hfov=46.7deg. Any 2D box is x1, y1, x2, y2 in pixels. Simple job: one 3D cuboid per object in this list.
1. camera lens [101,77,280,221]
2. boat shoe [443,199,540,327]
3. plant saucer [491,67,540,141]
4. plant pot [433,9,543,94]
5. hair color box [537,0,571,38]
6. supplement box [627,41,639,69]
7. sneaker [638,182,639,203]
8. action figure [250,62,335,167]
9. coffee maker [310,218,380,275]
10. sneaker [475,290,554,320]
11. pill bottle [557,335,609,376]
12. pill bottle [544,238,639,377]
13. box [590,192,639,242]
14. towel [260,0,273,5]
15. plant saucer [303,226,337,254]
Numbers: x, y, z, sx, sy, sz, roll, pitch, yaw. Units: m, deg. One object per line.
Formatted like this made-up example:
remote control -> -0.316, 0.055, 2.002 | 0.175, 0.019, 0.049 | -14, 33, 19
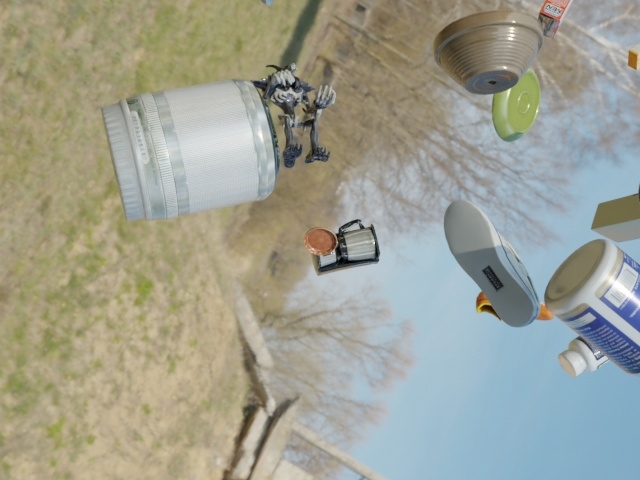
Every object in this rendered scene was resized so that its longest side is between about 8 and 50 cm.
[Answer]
camera lens -> -0.222, -0.157, 1.292 | 0.219, 0.274, 0.219 | 167, -90, -75
boat shoe -> 0.332, 0.039, 1.412 | 0.096, 0.267, 0.088 | -42, 162, 28
plant saucer -> 0.592, -0.411, 2.207 | 0.037, 0.241, 0.241 | 16, -111, 44
plant pot -> 0.367, -0.391, 1.614 | 0.237, 0.237, 0.109 | 130, -41, -71
hair color box -> 0.538, -0.546, 1.647 | 0.167, 0.053, 0.093 | -61, 168, -5
supplement box -> 0.958, -0.558, 2.191 | 0.098, 0.036, 0.062 | -36, 141, -8
sneaker -> 0.521, -0.136, 1.065 | 0.300, 0.111, 0.121 | -51, -173, -28
action figure -> -0.049, -0.297, 1.594 | 0.141, 0.164, 0.275 | -45, -128, 48
coffee maker -> 0.065, 0.038, 2.055 | 0.171, 0.178, 0.120 | 86, -9, -51
sneaker -> 0.439, 0.162, 1.685 | 0.064, 0.175, 0.067 | 72, 33, -49
pill bottle -> 0.704, 0.282, 1.922 | 0.169, 0.094, 0.094 | -29, 177, -12
pill bottle -> 0.519, 0.132, 1.233 | 0.153, 0.265, 0.153 | -51, -175, 6
box -> 0.907, -0.069, 2.111 | 0.094, 0.113, 0.275 | -69, -166, -13
towel -> -0.229, -0.677, 1.731 | 0.034, 0.285, 0.209 | -53, 171, -11
plant saucer -> 0.000, 0.000, 1.837 | 0.083, 0.084, 0.013 | -57, -163, 34
